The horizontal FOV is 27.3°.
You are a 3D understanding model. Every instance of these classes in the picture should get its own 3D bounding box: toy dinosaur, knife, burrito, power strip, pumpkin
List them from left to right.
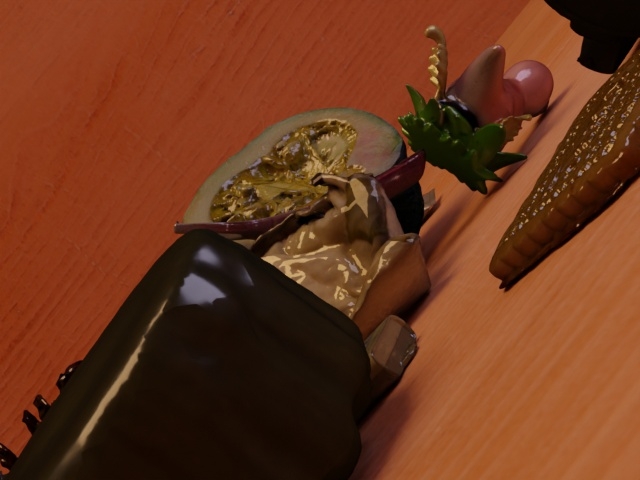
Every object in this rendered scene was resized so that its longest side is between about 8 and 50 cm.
[{"bbox_3d":[-0.022,0.089,1.343,0.332,0.135,0.190,-46,35,9],"label":"burrito"},{"bbox_3d":[-0.013,-0.035,1.429,0.278,0.053,0.123,-16,-2,3],"label":"knife"},{"bbox_3d":[-0.009,0.172,1.178,0.268,0.034,0.092,-49,3,27],"label":"power strip"},{"bbox_3d":[0.000,0.000,1.591,0.293,0.197,0.263,-43,35,-25],"label":"pumpkin"},{"bbox_3d":[0.197,-0.147,1.434,0.177,0.152,0.194,-51,-38,-12],"label":"toy dinosaur"}]

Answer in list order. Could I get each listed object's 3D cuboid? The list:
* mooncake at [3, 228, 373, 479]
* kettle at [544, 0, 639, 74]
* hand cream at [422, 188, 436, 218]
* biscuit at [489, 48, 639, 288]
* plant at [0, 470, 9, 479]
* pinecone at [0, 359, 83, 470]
[{"bbox_3d":[-0.117,0.178,1.011,0.356,0.194,0.356,-54,9,13],"label":"mooncake"},{"bbox_3d":[0.315,-0.299,1.169,0.203,0.262,0.308,-6,25,30],"label":"kettle"},{"bbox_3d":[0.091,-0.001,1.823,0.186,0.054,0.087,-43,9,13],"label":"hand cream"},{"bbox_3d":[0.216,-0.080,1.003,0.172,0.029,0.254,-47,5,47],"label":"biscuit"},{"bbox_3d":[-0.309,0.294,1.153,0.149,0.146,0.274,-11,26,5],"label":"plant"},{"bbox_3d":[-0.254,0.271,1.576,0.296,0.242,0.298,-49,-19,-7],"label":"pinecone"}]
